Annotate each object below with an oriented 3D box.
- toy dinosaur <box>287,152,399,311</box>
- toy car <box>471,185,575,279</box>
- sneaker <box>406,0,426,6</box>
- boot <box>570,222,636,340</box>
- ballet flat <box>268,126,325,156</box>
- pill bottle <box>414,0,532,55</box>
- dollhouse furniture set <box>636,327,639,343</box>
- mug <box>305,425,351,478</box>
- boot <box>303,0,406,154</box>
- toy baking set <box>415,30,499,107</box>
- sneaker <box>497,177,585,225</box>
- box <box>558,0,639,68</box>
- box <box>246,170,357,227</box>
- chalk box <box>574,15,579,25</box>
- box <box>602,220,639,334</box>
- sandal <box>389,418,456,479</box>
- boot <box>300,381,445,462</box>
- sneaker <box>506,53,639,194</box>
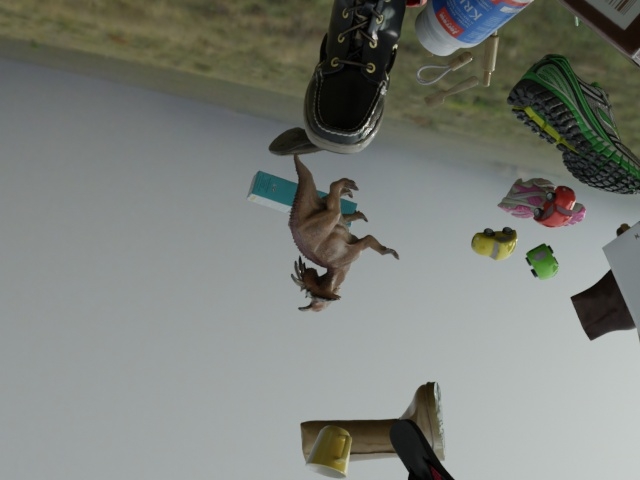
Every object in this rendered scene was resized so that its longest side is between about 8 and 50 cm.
[{"bbox_3d":[0.000,0.000,1.510,0.200,0.295,0.127,-34,-157,-5],"label":"toy dinosaur"},{"bbox_3d":[0.461,0.017,1.785,0.225,0.239,0.053,52,-168,-39],"label":"toy car"},{"bbox_3d":[0.243,-0.502,1.634,0.270,0.145,0.090,20,153,10],"label":"sneaker"},{"bbox_3d":[0.702,0.103,2.040,0.207,0.248,0.090,-23,171,25],"label":"boot"},{"bbox_3d":[-0.019,-0.219,1.893,0.250,0.084,0.058,-5,139,42],"label":"ballet flat"},{"bbox_3d":[0.252,-0.393,1.379,0.124,0.124,0.221,9,159,-24],"label":"pill bottle"},{"bbox_3d":[0.919,0.186,1.783,0.394,0.362,0.256,-24,-160,-18],"label":"dollhouse furniture set"},{"bbox_3d":[0.022,0.305,1.216,0.078,0.064,0.062,-4,145,36],"label":"mug"},{"bbox_3d":[0.069,-0.351,1.338,0.138,0.284,0.377,16,-127,6],"label":"boot"},{"bbox_3d":[0.328,-0.443,2.027,0.197,0.256,0.030,7,-153,17],"label":"toy baking set"},{"bbox_3d":[0.591,-0.112,2.228,0.252,0.111,0.103,16,173,45],"label":"sneaker"},{"bbox_3d":[0.416,-0.262,0.996,0.381,0.143,0.191,13,-147,-52],"label":"box"},{"bbox_3d":[-0.044,-0.091,1.968,0.244,0.060,0.100,18,172,-11],"label":"box"},{"bbox_3d":[0.518,-0.538,1.529,0.179,0.289,0.180,31,180,21],"label":"chalk box"},{"bbox_3d":[0.743,0.038,1.552,0.345,0.215,0.168,-16,165,-10],"label":"box"},{"bbox_3d":[0.138,0.313,1.079,0.040,0.067,0.179,-8,-124,-49],"label":"sandal"},{"bbox_3d":[0.093,0.352,1.564,0.269,0.236,0.089,-3,-136,9],"label":"boot"},{"bbox_3d":[0.517,-0.214,1.581,0.343,0.146,0.134,42,164,-17],"label":"sneaker"}]
